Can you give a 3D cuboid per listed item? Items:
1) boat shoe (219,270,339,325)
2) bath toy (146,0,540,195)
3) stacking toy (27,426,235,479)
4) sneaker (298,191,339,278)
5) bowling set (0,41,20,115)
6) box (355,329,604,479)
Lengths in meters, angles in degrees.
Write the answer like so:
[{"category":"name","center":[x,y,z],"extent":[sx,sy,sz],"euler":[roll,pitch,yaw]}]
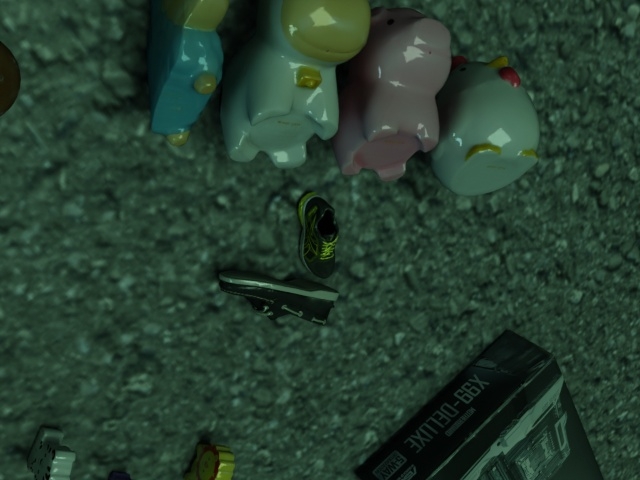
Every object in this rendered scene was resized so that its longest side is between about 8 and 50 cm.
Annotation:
[{"category":"boat shoe","center":[-0.038,0.051,0.709],"extent":[0.125,0.046,0.038],"euler":[12,97,-45]},{"category":"bath toy","center":[0.037,-0.130,0.640],"extent":[0.348,0.129,0.151],"euler":[9,148,-34]},{"category":"stacking toy","center":[-0.186,0.266,0.692],"extent":[0.167,0.052,0.221],"euler":[18,99,-37]},{"category":"sneaker","center":[0.000,0.000,0.716],"extent":[0.031,0.035,0.083],"euler":[-24,120,-23]},{"category":"bowling set","center":[-0.289,-0.071,0.453],"extent":[0.200,0.154,0.287],"euler":[-16,117,-48]},{"category":"box","center":[0.205,0.292,0.945],"extent":[0.242,0.076,0.307],"euler":[-39,125,-15]}]
